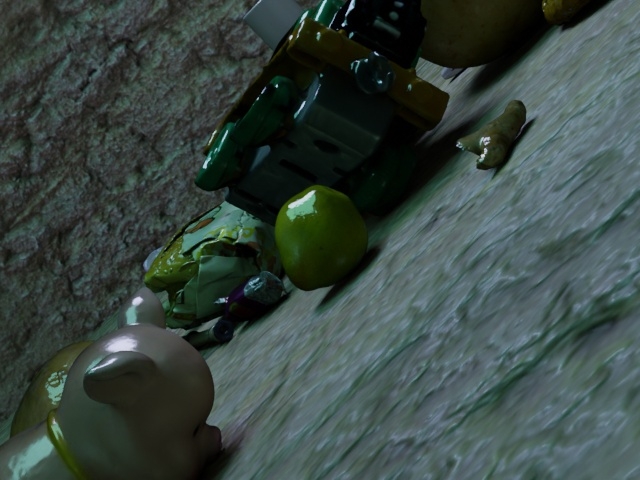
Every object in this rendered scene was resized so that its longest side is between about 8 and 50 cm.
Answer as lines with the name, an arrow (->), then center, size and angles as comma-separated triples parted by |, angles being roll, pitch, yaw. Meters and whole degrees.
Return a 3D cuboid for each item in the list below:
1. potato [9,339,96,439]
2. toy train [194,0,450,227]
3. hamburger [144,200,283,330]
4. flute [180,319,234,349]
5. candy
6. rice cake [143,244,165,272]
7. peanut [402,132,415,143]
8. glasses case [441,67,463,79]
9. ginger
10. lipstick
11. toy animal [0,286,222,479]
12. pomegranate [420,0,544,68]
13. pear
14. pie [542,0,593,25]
potato -> -0.397, 0.248, 2.040 | 0.299, 0.116, 0.239 | -43, 12, 28
toy train -> 0.007, -0.148, 1.454 | 0.249, 0.178, 0.429 | -67, 12, -22
hamburger -> -0.142, 0.036, 1.673 | 0.235, 0.125, 0.214 | -25, 6, 28
flute -> -0.145, 0.119, 1.638 | 0.027, 0.027, 0.233 | -48, 8, -18
candy -> -0.078, 0.064, 1.496 | 0.175, 0.045, 0.043 | -34, 33, 65
rice cake -> -0.101, -0.019, 1.805 | 0.365, 0.072, 0.056 | -28, 56, 35
peanut -> 0.077, -0.158, 1.690 | 0.087, 0.087, 0.206 | -46, 6, -3
glasses case -> 0.190, -0.241, 1.767 | 0.083, 0.021, 0.032 | -40, 7, 38
ginger -> 0.143, -0.083, 1.124 | 0.048, 0.030, 0.097 | -5, 34, 33
lipstick -> 0.008, -0.233, 1.818 | 0.070, 0.254, 0.070 | -44, 7, 7
toy animal -> -0.181, 0.178, 1.092 | 0.248, 0.149, 0.165 | -55, 20, 13
pomegranate -> 0.148, -0.323, 1.540 | 0.260, 0.260, 0.260 | -44, 7, 7
pear -> 0.000, 0.000, 1.251 | 0.097, 0.092, 0.092 | -61, 5, 9
pie -> 0.318, -0.331, 1.376 | 0.273, 0.069, 0.273 | -44, 3, 3
